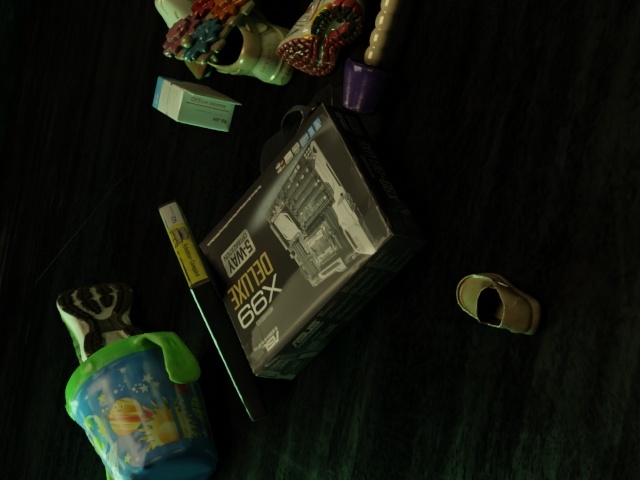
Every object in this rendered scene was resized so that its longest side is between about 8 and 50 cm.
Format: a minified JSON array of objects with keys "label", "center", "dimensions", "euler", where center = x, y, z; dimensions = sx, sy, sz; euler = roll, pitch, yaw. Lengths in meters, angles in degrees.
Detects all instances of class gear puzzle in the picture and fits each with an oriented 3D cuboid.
[{"label":"gear puzzle","center":[-0.141,-0.441,2.113],"dimensions":[0.339,0.044,0.175],"euler":[-54,33,-8]}]

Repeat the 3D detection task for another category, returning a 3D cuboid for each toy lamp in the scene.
[{"label":"toy lamp","center":[0.094,-0.307,1.736],"dimensions":[0.080,0.080,0.275],"euler":[43,119,58]}]

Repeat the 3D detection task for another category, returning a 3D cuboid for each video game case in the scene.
[{"label":"video game case","center":[-0.165,0.105,1.953],"dimensions":[0.248,0.035,0.275],"euler":[-121,9,-55]}]

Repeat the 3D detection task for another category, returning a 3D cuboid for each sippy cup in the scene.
[{"label":"sippy cup","center":[-0.284,0.312,2.120],"dimensions":[0.224,0.240,0.305],"euler":[59,173,36]}]

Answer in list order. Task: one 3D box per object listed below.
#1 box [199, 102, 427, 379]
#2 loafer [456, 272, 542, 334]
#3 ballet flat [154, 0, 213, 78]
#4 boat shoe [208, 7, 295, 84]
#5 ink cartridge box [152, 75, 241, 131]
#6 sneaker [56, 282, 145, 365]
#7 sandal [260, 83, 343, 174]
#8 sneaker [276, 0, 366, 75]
[{"label":"box","center":[-0.019,0.006,1.748],"dimensions":[0.307,0.076,0.242],"euler":[-46,52,29]},{"label":"loafer","center":[0.196,0.068,1.455],"dimensions":[0.148,0.050,0.056],"euler":[20,100,62]},{"label":"ballet flat","center":[-0.239,-0.478,2.359],"dimensions":[0.116,0.124,0.342],"euler":[19,99,62]},{"label":"boat shoe","center":[-0.150,-0.345,2.165],"dimensions":[0.341,0.110,0.122],"euler":[27,106,61]},{"label":"ink cartridge box","center":[-0.223,-0.243,2.278],"dimensions":[0.180,0.104,0.060],"euler":[34,112,60]},{"label":"sneaker","center":[-0.428,0.221,2.503],"dimensions":[0.410,0.158,0.182],"euler":[-124,32,-59]},{"label":"sandal","center":[-0.038,-0.158,1.957],"dimensions":[0.254,0.054,0.097],"euler":[-39,49,52]},{"label":"sneaker","center":[0.010,-0.322,1.910],"dimensions":[0.225,0.088,0.093],"euler":[-31,35,55]}]
